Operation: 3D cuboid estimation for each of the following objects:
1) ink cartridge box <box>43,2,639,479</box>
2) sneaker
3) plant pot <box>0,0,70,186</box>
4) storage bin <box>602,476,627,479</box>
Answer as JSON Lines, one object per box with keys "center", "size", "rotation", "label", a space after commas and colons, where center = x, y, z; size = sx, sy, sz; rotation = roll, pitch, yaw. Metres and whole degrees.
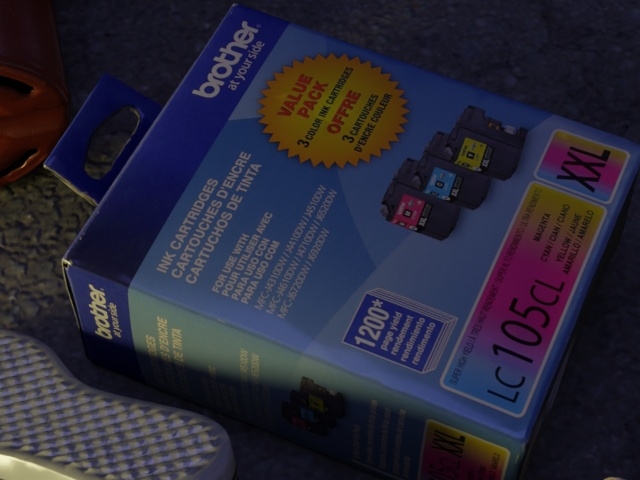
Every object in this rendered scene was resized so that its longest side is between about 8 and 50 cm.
{"center": [0.000, 0.000, 1.053], "size": [0.396, 0.151, 0.270], "rotation": [19, 58, 14], "label": "ink cartridge box"}
{"center": [-0.181, 0.157, 0.962], "size": [0.321, 0.127, 0.126], "rotation": [17, 38, 40], "label": "sneaker"}
{"center": [-0.320, -0.185, 1.119], "size": [0.273, 0.272, 0.265], "rotation": [-14, 66, -11], "label": "plant pot"}
{"center": [0.223, 0.313, 0.857], "size": [0.260, 0.123, 0.262], "rotation": [22, 59, 13], "label": "storage bin"}
